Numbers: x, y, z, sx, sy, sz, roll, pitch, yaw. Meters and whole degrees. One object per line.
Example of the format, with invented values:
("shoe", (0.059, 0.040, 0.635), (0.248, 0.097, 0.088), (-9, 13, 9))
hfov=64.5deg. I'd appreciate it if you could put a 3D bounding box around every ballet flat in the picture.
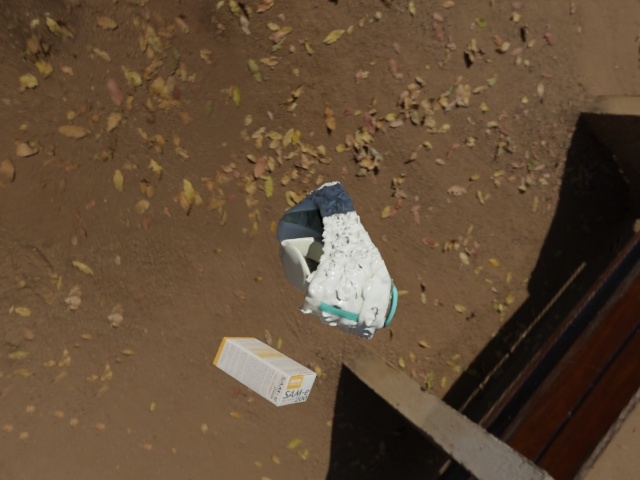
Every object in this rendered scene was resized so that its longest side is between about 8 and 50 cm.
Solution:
("ballet flat", (0.000, 0.000, 0.779), (0.147, 0.409, 0.147), (-4, 112, -9))

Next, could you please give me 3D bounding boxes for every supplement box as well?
("supplement box", (-0.063, 0.146, 0.574), (0.062, 0.098, 0.036), (21, 91, -59))
